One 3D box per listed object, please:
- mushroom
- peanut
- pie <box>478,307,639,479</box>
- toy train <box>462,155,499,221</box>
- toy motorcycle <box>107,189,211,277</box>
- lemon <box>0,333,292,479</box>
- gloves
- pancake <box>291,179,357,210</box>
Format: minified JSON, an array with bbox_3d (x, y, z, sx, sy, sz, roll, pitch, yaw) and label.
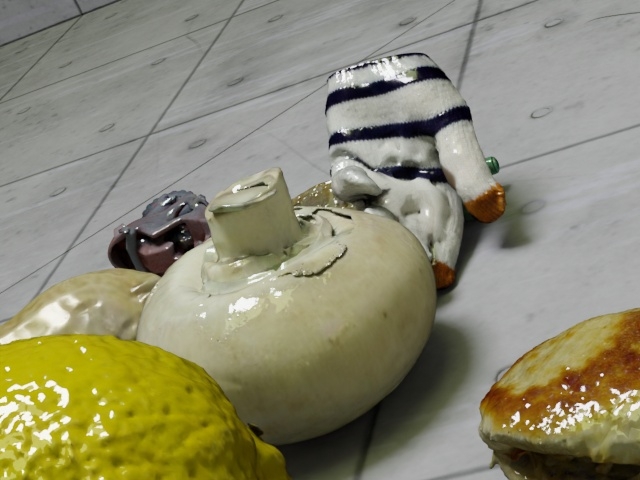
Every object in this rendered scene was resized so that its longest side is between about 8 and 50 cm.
[{"bbox_3d":[-0.031,0.045,1.116,0.246,0.202,0.246,-12,20,5],"label":"mushroom"},{"bbox_3d":[-0.256,0.118,1.291,0.290,0.130,0.130,-29,22,-16],"label":"peanut"},{"bbox_3d":[0.199,0.094,0.910,0.205,0.084,0.179,-9,27,42],"label":"pie"},{"bbox_3d":[0.114,-0.043,1.358,0.122,0.050,0.081,-21,35,17],"label":"toy train"},{"bbox_3d":[-0.144,0.014,1.461,0.118,0.084,0.212,-31,35,-17],"label":"toy motorcycle"},{"bbox_3d":[-0.172,0.191,0.853,0.322,0.268,0.268,-28,22,-8],"label":"lemon"},{"bbox_3d":[0.075,-0.055,1.274,0.140,0.218,0.131,-7,-14,-15],"label":"gloves"},{"bbox_3d":[0.000,0.000,1.354,0.158,0.028,0.158,-22,40,20],"label":"pancake"}]
